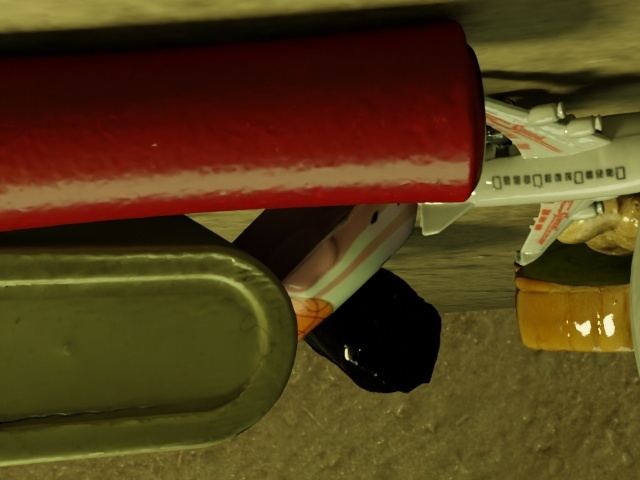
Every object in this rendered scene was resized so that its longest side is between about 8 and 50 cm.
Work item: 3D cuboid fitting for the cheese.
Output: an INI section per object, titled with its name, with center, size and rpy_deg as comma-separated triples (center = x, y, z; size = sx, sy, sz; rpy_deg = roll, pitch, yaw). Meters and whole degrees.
[cheese]
center = 0.000, 0.000, 0.784
size = 0.189, 0.074, 0.286
rpy_deg = -43, 180, 6

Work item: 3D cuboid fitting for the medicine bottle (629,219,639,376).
[medicine bottle]
center = 0.231, -0.005, 0.337
size = 0.245, 0.245, 0.306
rpy_deg = -4, 164, 2

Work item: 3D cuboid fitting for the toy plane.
[toy plane]
center = 0.124, -0.042, 0.656
size = 0.171, 0.065, 0.162
rpy_deg = -17, 145, 16

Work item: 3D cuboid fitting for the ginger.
[ginger]
center = 0.274, -0.014, 1.042
size = 0.133, 0.059, 0.214
rpy_deg = -2, 173, 23

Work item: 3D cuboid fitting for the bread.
[bread]
center = 0.297, 0.039, 1.160
size = 0.236, 0.070, 0.236
rpy_deg = -11, -166, 3

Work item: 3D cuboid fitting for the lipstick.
[lipstick]
center = -0.053, -0.047, 0.512
size = 0.241, 0.080, 0.080
rpy_deg = -3, 173, 0

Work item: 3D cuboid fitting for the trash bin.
[trash bin]
center = -0.164, 0.030, 0.644
size = 0.243, 0.121, 0.247
rpy_deg = -1, -170, -24

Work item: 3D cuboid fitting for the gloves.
[gloves]
center = -0.008, 0.075, 1.235
size = 0.301, 0.152, 0.197
rpy_deg = -2, 155, 39
